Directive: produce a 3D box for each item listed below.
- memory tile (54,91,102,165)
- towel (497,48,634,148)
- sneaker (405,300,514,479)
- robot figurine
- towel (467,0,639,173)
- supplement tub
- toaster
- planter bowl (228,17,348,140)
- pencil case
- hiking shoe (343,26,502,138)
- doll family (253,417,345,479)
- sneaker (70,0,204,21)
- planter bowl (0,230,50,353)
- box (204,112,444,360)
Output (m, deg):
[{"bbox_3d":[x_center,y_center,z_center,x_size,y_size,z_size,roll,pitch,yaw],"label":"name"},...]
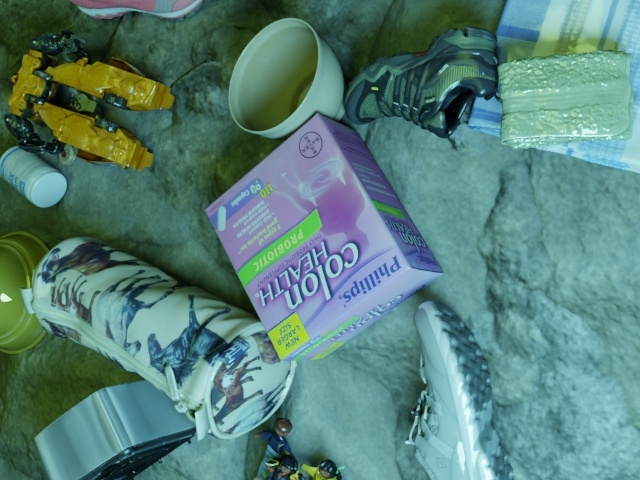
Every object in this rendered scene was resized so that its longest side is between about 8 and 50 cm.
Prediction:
[{"bbox_3d":[-0.421,-0.213,1.384,0.113,0.012,0.148,-24,73,25],"label":"memory tile"},{"bbox_3d":[0.278,-0.162,0.916,0.148,0.027,0.110,-3,81,14],"label":"towel"},{"bbox_3d":[0.145,0.213,0.964,0.115,0.105,0.281,-18,77,27],"label":"sneaker"},{"bbox_3d":[-0.388,-0.222,1.311,0.291,0.085,0.211,22,92,25],"label":"robot figurine"},{"bbox_3d":[0.328,-0.196,0.946,0.285,0.034,0.209,20,94,30],"label":"towel"},{"bbox_3d":[-0.495,-0.111,1.381,0.107,0.071,0.071,34,102,29],"label":"supplement tub"},{"bbox_3d":[-0.304,0.292,1.167,0.168,0.185,0.110,-38,73,22],"label":"toaster"},{"bbox_3d":[-0.030,-0.205,1.096,0.162,0.109,0.162,-15,67,37],"label":"planter bowl"},{"bbox_3d":[-0.241,0.126,1.143,0.410,0.183,0.160,22,114,32],"label":"pencil case"},{"bbox_3d":[0.122,-0.179,1.016,0.227,0.086,0.114,-21,69,38],"label":"hiking shoe"},{"bbox_3d":[-0.026,0.316,1.067,0.193,0.076,0.111,24,116,24],"label":"doll family"},{"bbox_3d":[-0.304,-0.414,1.267,0.313,0.136,0.116,1,86,29],"label":"sneaker"},{"bbox_3d":[-0.561,0.088,1.387,0.217,0.090,0.217,-3,84,30],"label":"planter bowl"},{"bbox_3d":[0.000,0.000,1.062,0.213,0.117,0.243,-37,69,21],"label":"box"}]
